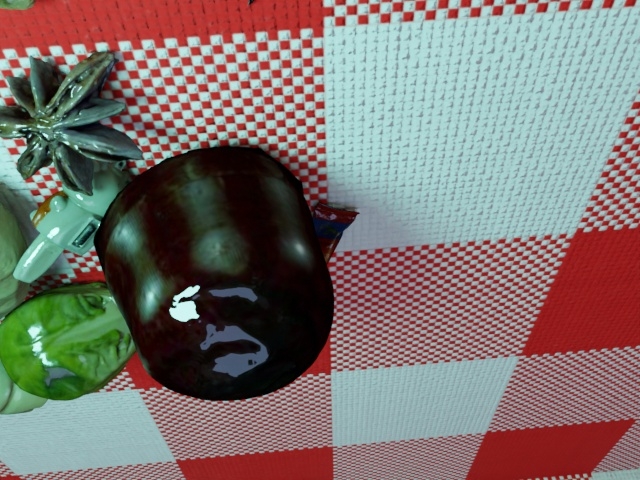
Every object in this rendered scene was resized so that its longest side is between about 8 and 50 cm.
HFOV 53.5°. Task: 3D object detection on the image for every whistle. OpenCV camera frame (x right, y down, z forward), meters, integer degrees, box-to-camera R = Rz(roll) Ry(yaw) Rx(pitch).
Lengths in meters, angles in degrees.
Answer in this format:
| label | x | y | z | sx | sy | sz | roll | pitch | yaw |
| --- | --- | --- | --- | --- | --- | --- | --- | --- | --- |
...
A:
| label | x | y | z | sx | sy | sz | roll | pitch | yaw |
| --- | --- | --- | --- | --- | --- | --- | --- | --- | --- |
| whistle | -0.396 | -0.036 | 1.016 | 0.101 | 0.105 | 0.253 | 39 | 89 | -36 |

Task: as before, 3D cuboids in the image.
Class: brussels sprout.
| label | x | y | z | sx | sy | sz | roll | pitch | yaw |
| --- | --- | --- | --- | --- | --- | --- | --- | --- | --- |
| brussels sprout | -0.467 | 0.189 | 1.234 | 0.271 | 0.220 | 0.210 | -23 | -173 | -11 |

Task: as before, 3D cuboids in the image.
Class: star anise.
| label | x | y | z | sx | sy | sz | roll | pitch | yaw |
| --- | --- | --- | --- | --- | --- | --- | --- | --- | --- |
| star anise | -0.357 | -0.164 | 0.894 | 0.229 | 0.093 | 0.236 | 28 | 114 | -9 |

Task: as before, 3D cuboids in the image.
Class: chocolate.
| label | x | y | z | sx | sy | sz | roll | pitch | yaw |
| --- | --- | --- | --- | --- | --- | --- | --- | --- | --- |
| chocolate | -0.137 | 0.083 | 0.995 | 0.383 | 0.331 | 0.384 | -19 | 145 | -14 |

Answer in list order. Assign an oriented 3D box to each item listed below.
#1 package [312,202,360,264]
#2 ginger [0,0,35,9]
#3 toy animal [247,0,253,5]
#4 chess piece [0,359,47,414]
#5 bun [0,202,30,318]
| label | x | y | z | sx | sy | sz | roll | pitch | yaw |
| --- | --- | --- | --- | --- | --- | --- | --- | --- | --- |
| package | 0.000 | 0.000 | 1.212 | 0.083 | 0.022 | 0.200 | 9 | 140 | -18 |
| ginger | -0.343 | -0.340 | 0.725 | 0.213 | 0.059 | 0.133 | -18 | 144 | 16 |
| toy animal | -0.100 | -0.328 | 0.795 | 0.028 | 0.050 | 0.084 | 16 | -174 | 19 |
| chess piece | -0.736 | 0.266 | 1.181 | 0.234 | 0.234 | 0.442 | -31 | 159 | 27 |
| bun | -0.648 | 0.042 | 1.028 | 0.360 | 0.213 | 0.361 | -2 | 141 | -2 |
